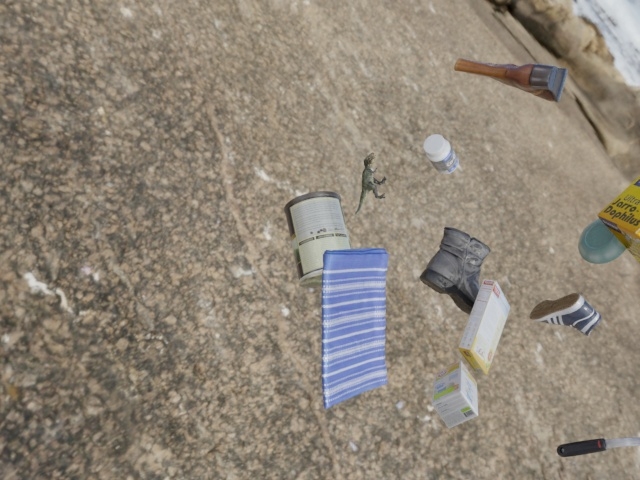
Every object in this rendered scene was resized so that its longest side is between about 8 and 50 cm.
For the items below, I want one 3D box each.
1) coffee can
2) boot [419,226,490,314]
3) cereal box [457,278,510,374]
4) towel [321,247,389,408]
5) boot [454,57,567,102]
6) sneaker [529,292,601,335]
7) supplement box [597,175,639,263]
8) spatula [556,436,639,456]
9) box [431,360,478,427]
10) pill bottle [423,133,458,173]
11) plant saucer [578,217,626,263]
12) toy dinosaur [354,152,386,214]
[{"bbox_3d":[0.000,0.000,1.664,0.201,0.201,0.276,4,66,-40],"label":"coffee can"},{"bbox_3d":[0.512,0.117,1.641,0.338,0.118,0.223,36,78,-15],"label":"boot"},{"bbox_3d":[0.500,0.260,1.497,0.173,0.047,0.240,49,60,-40],"label":"cereal box"},{"bbox_3d":[0.085,0.185,1.123,0.243,0.040,0.336,1,88,-52],"label":"towel"},{"bbox_3d":[0.571,-0.482,1.485,0.280,0.096,0.264,21,23,35],"label":"boot"},{"bbox_3d":[0.957,0.303,1.934,0.153,0.282,0.099,38,66,-1],"label":"sneaker"},{"bbox_3d":[1.097,-0.007,1.551,0.356,0.195,0.194,41,11,-15],"label":"supplement box"},{"bbox_3d":[0.660,0.449,1.096,0.030,0.296,0.084,26,51,-29],"label":"spatula"},{"bbox_3d":[0.457,0.517,1.677,0.103,0.114,0.203,54,23,-3],"label":"box"},{"bbox_3d":[0.370,-0.266,1.521,0.137,0.078,0.078,31,41,-54],"label":"pill bottle"},{"bbox_3d":[1.023,-0.010,1.802,0.037,0.195,0.195,25,48,-26],"label":"plant saucer"},{"bbox_3d":[0.221,-0.233,2.108,0.118,0.064,0.268,10,92,-16],"label":"toy dinosaur"}]
